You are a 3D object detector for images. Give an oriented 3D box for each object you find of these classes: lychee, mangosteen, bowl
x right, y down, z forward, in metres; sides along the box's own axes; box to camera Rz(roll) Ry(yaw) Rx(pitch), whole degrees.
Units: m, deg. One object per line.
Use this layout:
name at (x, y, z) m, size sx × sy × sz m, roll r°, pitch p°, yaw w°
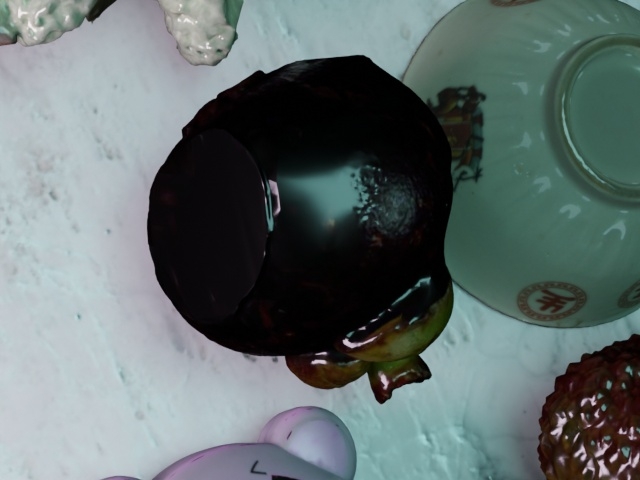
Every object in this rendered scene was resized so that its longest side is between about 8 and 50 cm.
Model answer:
lychee at (0.305, 0.195, 1.414) m, size 0.236 × 0.236 × 0.271 m, roll -8°, pitch 110°, yaw -19°
mangosteen at (-0.004, -0.002, 1.321) m, size 0.233 × 0.287 × 0.288 m, roll -8°, pitch 82°, yaw -47°
bowl at (0.247, -0.095, 1.477) m, size 0.337 × 0.157 × 0.337 m, roll 3°, pitch 80°, yaw -18°

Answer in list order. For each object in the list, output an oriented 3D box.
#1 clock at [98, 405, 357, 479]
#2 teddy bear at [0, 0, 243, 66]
clock at (-0.044, 0.317, 1.335) m, size 0.295 × 0.113 × 0.322 m, roll -18°, pitch 86°, yaw -20°
teddy bear at (-0.162, -0.296, 1.410) m, size 0.362 × 0.375 × 0.327 m, roll -27°, pitch 90°, yaw 22°
